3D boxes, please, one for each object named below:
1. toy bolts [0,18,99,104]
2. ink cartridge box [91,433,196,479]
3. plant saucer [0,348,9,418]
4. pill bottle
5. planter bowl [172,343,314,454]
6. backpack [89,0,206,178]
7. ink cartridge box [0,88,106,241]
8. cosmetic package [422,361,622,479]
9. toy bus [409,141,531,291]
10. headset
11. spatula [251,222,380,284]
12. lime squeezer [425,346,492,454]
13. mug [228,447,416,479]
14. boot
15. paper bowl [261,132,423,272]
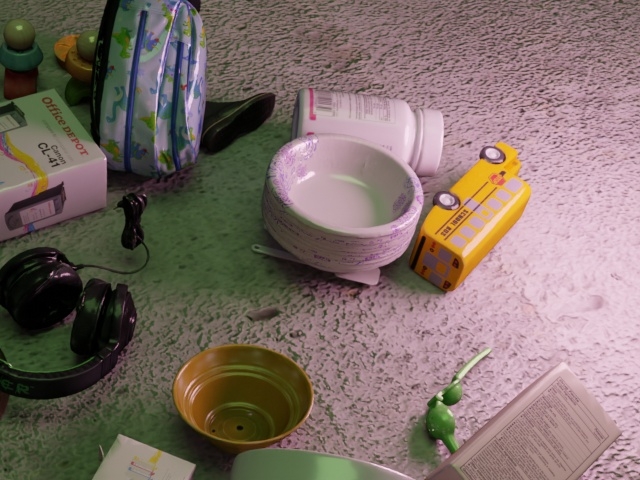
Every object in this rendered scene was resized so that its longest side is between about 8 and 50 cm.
[{"bbox_3d":[-0.525,-0.385,2.189,0.228,0.158,0.218,-3,48,-15],"label":"toy bolts"},{"bbox_3d":[-0.266,0.356,1.597,0.143,0.092,0.090,19,47,8],"label":"ink cartridge box"},{"bbox_3d":[-0.634,0.214,1.680,0.310,0.050,0.311,6,47,-7],"label":"plant saucer"},{"bbox_3d":[0.088,-0.204,2.157,0.283,0.160,0.160,6,46,-7],"label":"pill bottle"},{"bbox_3d":[-0.123,0.264,1.707,0.217,0.090,0.217,5,37,-4],"label":"planter bowl"},{"bbox_3d":[-0.318,-0.296,2.051,0.273,0.290,0.356,22,77,-6],"label":"backpack"},{"bbox_3d":[-0.565,-0.126,1.958,0.306,0.131,0.226,-23,56,-28],"label":"ink cartridge box"},{"bbox_3d":[0.306,0.338,1.694,0.296,0.129,0.153,-31,78,-35],"label":"cosmetic package"},{"bbox_3d":[0.294,-0.053,2.096,0.130,0.108,0.332,33,49,18],"label":"toy bus"},{"bbox_3d":[-0.396,0.080,1.762,0.243,0.185,0.394,26,40,11],"label":"headset"},{"bbox_3d":[0.000,0.000,2.043,0.242,0.019,0.168,15,47,1],"label":"spatula"},{"bbox_3d":[0.229,0.276,1.810,0.110,0.059,0.310,12,45,-1],"label":"lime squeezer"},{"bbox_3d":[-0.056,0.452,1.403,0.374,0.276,0.328,20,63,-17],"label":"mug"},{"bbox_3d":[-0.199,-0.270,2.219,0.137,0.077,0.198,34,48,26],"label":"boot"},{"bbox_3d":[0.034,-0.054,1.990,0.284,0.148,0.284,7,41,-6],"label":"paper bowl"}]
